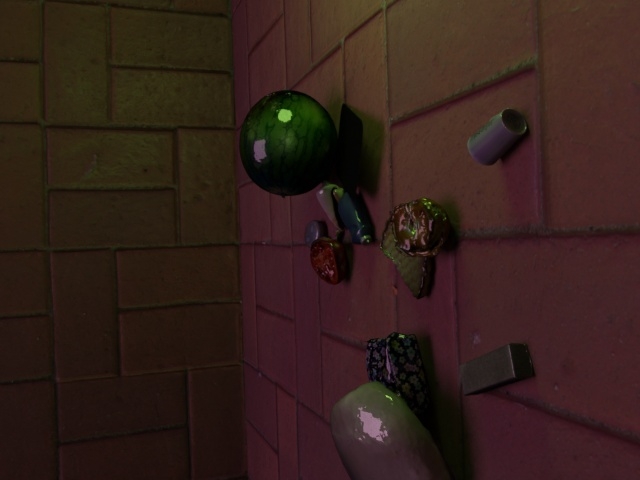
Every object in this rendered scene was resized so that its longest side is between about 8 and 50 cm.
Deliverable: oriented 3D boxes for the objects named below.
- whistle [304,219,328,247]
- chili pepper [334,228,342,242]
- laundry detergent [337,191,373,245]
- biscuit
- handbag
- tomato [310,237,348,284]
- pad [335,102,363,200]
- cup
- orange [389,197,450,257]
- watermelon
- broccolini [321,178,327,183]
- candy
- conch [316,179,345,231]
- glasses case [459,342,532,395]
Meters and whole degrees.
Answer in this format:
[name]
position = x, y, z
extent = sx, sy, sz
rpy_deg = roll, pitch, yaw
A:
[whistle]
position = 0.000, 0.000, 2.346
extent = 0.220, 0.057, 0.107
rpy_deg = 54, 128, 50
[chili pepper]
position = 0.060, -0.010, 2.210
extent = 0.034, 0.030, 0.091
rpy_deg = 34, 130, 36
[laundry detergent]
position = 0.114, -0.057, 2.010
extent = 0.097, 0.061, 0.206
rpy_deg = -65, 33, 37
[biscuit]
position = 0.235, 0.014, 1.714
extent = 0.273, 0.036, 0.187
rpy_deg = -117, 31, -50
[handbag]
position = 0.201, 0.359, 1.707
extent = 0.208, 0.127, 0.229
rpy_deg = 137, 121, -71
[tomato]
position = 0.035, 0.055, 2.187
extent = 0.174, 0.082, 0.166
rpy_deg = 24, 130, 54
[pad]
position = 0.116, -0.315, 2.035
extent = 0.375, 0.063, 0.315
rpy_deg = -111, 24, -66
[cup]
position = 0.359, -0.220, 1.314
extent = 0.116, 0.074, 0.104
rpy_deg = -50, 17, 57
[orange]
position = 0.248, -0.031, 1.565
extent = 0.170, 0.112, 0.160
rpy_deg = 45, 126, 30
[watermelon]
position = -0.105, -0.320, 2.187
extent = 0.363, 0.363, 0.363
rpy_deg = 178, 90, -70
[broccolini]
position = 0.011, -0.176, 2.299
extent = 0.071, 0.057, 0.254
rpy_deg = 42, -148, -53
[candy]
position = 0.174, 0.556, 1.603
extent = 0.427, 0.186, 0.386
rpy_deg = 57, 158, 2
[conch]
position = 0.045, -0.119, 2.152
extent = 0.104, 0.094, 0.176
rpy_deg = -19, 75, 28
[glasses case]
position = 0.364, 0.274, 1.362
extent = 0.205, 0.047, 0.071
rpy_deg = 127, 141, -61
